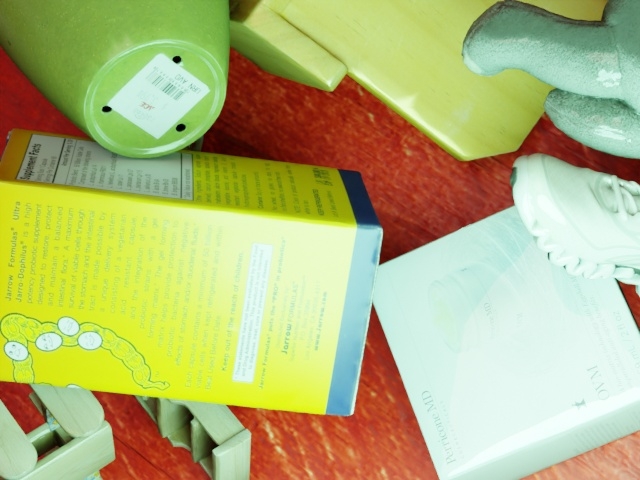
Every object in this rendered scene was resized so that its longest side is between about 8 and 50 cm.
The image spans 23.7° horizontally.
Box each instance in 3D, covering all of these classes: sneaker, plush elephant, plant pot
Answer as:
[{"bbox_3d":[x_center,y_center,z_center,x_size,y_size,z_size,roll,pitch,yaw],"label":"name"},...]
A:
[{"bbox_3d":[0.291,-0.012,1.360,0.118,0.292,0.110,-37,39,38],"label":"sneaker"},{"bbox_3d":[0.353,-0.150,1.450,0.330,0.255,0.272,34,77,32],"label":"plush elephant"},{"bbox_3d":[-0.200,-0.224,1.500,0.275,0.275,0.293,-33,46,6],"label":"plant pot"}]

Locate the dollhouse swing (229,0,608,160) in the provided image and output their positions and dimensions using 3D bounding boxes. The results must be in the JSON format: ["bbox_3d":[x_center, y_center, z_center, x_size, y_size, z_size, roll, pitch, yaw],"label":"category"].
[{"bbox_3d":[0.102,-0.290,1.662,0.347,0.305,0.315,-55,25,-3],"label":"dollhouse swing"}]

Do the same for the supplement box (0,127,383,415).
[{"bbox_3d":[-0.138,0.028,1.455,0.356,0.194,0.195,7,108,-7],"label":"supplement box"}]

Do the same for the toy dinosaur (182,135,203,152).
[{"bbox_3d":[-0.203,0.030,1.637,0.121,0.160,0.313,38,102,-15],"label":"toy dinosaur"}]

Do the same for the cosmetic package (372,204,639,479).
[{"bbox_3d":[0.191,0.100,1.470,0.224,0.138,0.224,-25,67,11],"label":"cosmetic package"}]

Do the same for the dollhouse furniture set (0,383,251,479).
[{"bbox_3d":[-0.213,0.225,1.527,0.242,0.212,0.161,-31,62,-23],"label":"dollhouse furniture set"}]
